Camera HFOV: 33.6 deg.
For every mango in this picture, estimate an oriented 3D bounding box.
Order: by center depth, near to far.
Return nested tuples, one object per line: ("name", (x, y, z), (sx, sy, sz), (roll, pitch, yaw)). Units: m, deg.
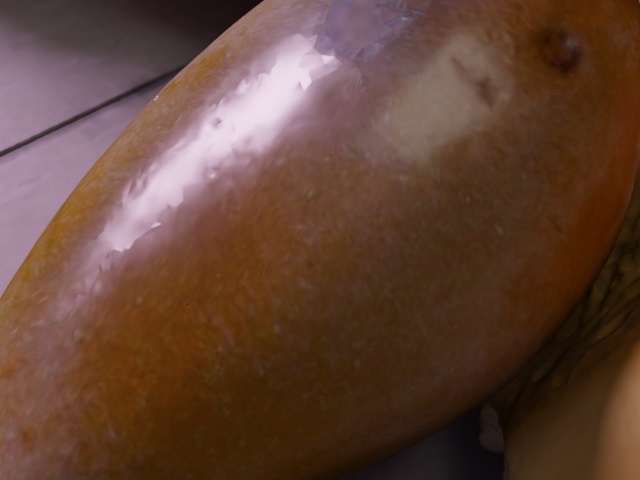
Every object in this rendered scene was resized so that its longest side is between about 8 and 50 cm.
("mango", (0.000, 0.000, 0.490), (0.384, 0.199, 0.221), (-44, 52, -18))

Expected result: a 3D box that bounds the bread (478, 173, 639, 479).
("bread", (0.283, 0.017, 0.483), (0.250, 0.394, 0.361), (33, 43, -10))
